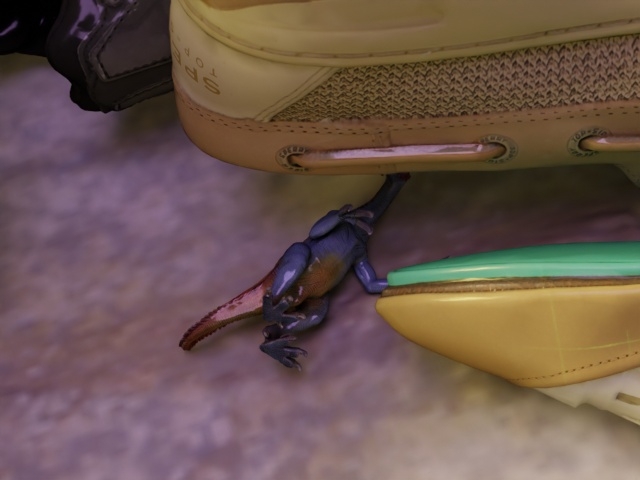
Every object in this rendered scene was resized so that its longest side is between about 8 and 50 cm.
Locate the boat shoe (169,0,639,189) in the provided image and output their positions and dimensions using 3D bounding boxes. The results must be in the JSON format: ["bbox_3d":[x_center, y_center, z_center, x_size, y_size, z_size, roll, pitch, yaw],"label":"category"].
[{"bbox_3d":[0.119,-0.080,0.524,0.341,0.110,0.121,0,48,-5],"label":"boat shoe"}]

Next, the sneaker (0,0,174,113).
[{"bbox_3d":[-0.120,-0.150,0.606,0.135,0.097,0.276,-38,64,-12],"label":"sneaker"}]

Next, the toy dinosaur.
[{"bbox_3d":[0.000,0.000,0.544,0.090,0.047,0.082,4,46,24],"label":"toy dinosaur"}]

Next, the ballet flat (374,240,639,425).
[{"bbox_3d":[0.135,0.027,0.488,0.232,0.080,0.073,-9,92,9],"label":"ballet flat"}]
